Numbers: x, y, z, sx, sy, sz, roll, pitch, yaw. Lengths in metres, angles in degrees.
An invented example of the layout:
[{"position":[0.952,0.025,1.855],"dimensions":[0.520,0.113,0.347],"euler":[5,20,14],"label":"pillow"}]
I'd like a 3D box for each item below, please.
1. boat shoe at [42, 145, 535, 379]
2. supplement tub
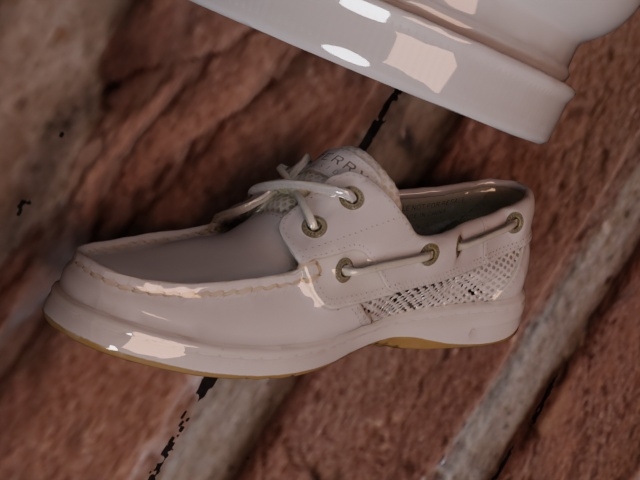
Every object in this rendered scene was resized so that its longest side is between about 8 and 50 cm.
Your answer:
[{"position":[0.000,0.000,0.544],"dimensions":[0.277,0.098,0.096],"euler":[-3,113,-43],"label":"boat shoe"},{"position":[0.063,-0.193,0.429],"dimensions":[0.191,0.191,0.272],"euler":[15,103,-38],"label":"supplement tub"}]
